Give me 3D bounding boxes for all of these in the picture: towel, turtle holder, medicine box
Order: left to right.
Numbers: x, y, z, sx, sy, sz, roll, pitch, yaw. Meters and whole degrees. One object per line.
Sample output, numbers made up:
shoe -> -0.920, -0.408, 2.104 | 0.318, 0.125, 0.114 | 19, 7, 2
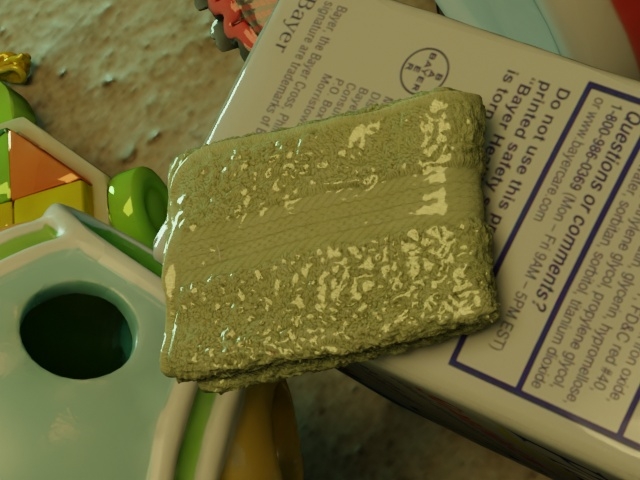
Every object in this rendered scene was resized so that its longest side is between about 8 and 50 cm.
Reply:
turtle holder -> -0.107, 0.127, 0.893 | 0.320, 0.243, 0.227 | 33, 90, 36
towel -> 0.000, 0.000, 0.760 | 0.148, 0.027, 0.110 | -12, 69, 24
medicine box -> 0.121, 0.030, 0.859 | 0.289, 0.263, 0.149 | 24, 84, 32

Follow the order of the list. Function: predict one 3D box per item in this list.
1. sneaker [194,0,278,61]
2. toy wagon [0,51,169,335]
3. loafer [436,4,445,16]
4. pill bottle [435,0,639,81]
sneaker -> -0.014, -0.205, 1.102 | 0.135, 0.098, 0.276 | -35, 57, 34
toy wagon -> -0.215, 0.031, 1.142 | 0.267, 0.068, 0.344 | -16, 65, 20
loafer -> 0.078, -0.167, 1.058 | 0.078, 0.076, 0.223 | -10, 65, -13
pill bottle -> 0.219, -0.226, 0.917 | 0.363, 0.210, 0.210 | -35, 58, -6
